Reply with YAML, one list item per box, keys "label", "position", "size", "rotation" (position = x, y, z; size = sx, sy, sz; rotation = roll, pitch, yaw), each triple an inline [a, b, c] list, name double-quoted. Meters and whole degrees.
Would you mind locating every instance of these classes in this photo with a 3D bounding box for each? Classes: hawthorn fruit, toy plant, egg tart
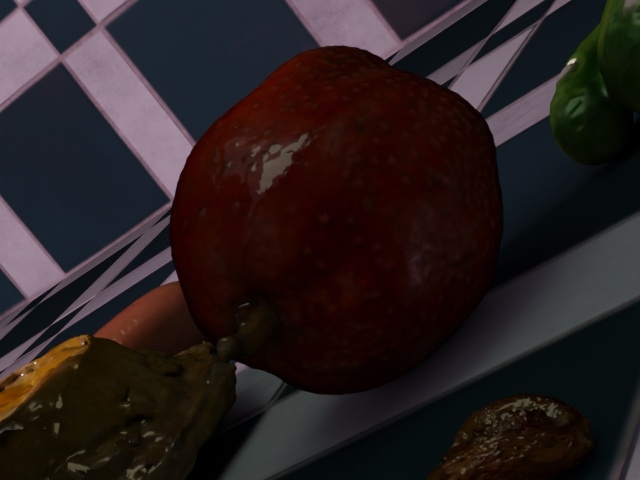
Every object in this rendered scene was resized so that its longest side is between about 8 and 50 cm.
- label: "hawthorn fruit"
  position: [0.000, 0.000, 0.860]
  size: [0.205, 0.205, 0.253]
  rotation: [-27, 14, 48]
- label: "toy plant"
  position: [0.271, -0.195, 1.000]
  size: [0.224, 0.184, 0.316]
  rotation: [-35, 25, 46]
- label: "egg tart"
  position: [-0.206, 0.172, 1.042]
  size: [0.341, 0.129, 0.341]
  rotation: [-35, 10, 7]

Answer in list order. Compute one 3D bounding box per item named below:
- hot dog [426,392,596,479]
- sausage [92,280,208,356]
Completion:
- label: "hot dog"
  position: [0.079, 0.097, 0.619]
  size: [0.083, 0.035, 0.058]
  rotation: [-33, 7, 27]
- label: "sausage"
  position: [-0.208, 0.141, 1.302]
  size: [0.289, 0.086, 0.086]
  rotation: [-45, 12, -27]
